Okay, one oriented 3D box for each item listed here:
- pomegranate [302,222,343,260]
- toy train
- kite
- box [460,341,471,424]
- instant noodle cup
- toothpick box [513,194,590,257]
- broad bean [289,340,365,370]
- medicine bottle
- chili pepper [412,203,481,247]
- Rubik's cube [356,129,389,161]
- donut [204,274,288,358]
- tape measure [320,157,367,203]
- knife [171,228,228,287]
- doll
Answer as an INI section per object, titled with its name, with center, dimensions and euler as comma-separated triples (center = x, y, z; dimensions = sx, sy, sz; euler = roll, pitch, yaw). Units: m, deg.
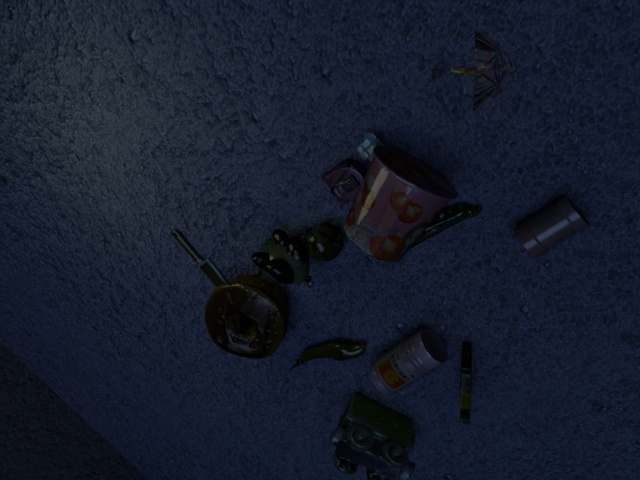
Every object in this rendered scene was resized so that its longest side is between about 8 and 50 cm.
[pomegranate]
center = 0.000, 0.000, 1.362
dimensions = 0.161, 0.122, 0.122
euler = 23, 126, 40
[toy train]
center = 0.193, 0.733, 1.579
dimensions = 0.307, 0.249, 0.174
euler = 24, 119, 7
[kite]
center = 0.396, -0.413, 1.049
dimensions = 0.159, 0.010, 0.190
euler = 1, 115, 21
[box]
center = 0.471, 0.461, 1.402
dimensions = 0.034, 0.132, 0.235
euler = 1, 116, 18
[instant noodle cup]
center = 0.193, -0.092, 1.146
dimensions = 0.243, 0.243, 0.231
euler = 31, 118, 3
[toothpick box]
center = 0.594, -0.034, 1.118
dimensions = 0.098, 0.098, 0.149
euler = 46, 122, -6
[broad bean]
center = 0.024, 0.414, 1.594
dimensions = 0.325, 0.067, 0.075
euler = -19, 78, 30
[medicine bottle]
center = 0.290, 0.406, 1.444
dimensions = 0.133, 0.133, 0.249
euler = 44, 122, -5
[chili pepper]
center = 0.346, -0.050, 1.234
dimensions = 0.226, 0.059, 0.088
euler = -20, 108, 25
[Rubik's cube]
center = 0.141, -0.252, 1.192
dimensions = 0.075, 0.073, 0.084
euler = 30, 120, 3
[donut]
center = -0.254, 0.274, 1.571
dimensions = 0.330, 0.160, 0.330
euler = 9, 114, 20
[tape measure]
center = 0.078, -0.170, 1.258
dimensions = 0.125, 0.074, 0.118
euler = -34, 101, 33
[knife]
center = -0.432, 0.091, 1.616
dimensions = 0.061, 0.027, 0.343
euler = -32, 102, 27
[doll]
center = -0.126, 0.059, 1.385
dimensions = 0.234, 0.143, 0.135
euler = 26, 154, 47
